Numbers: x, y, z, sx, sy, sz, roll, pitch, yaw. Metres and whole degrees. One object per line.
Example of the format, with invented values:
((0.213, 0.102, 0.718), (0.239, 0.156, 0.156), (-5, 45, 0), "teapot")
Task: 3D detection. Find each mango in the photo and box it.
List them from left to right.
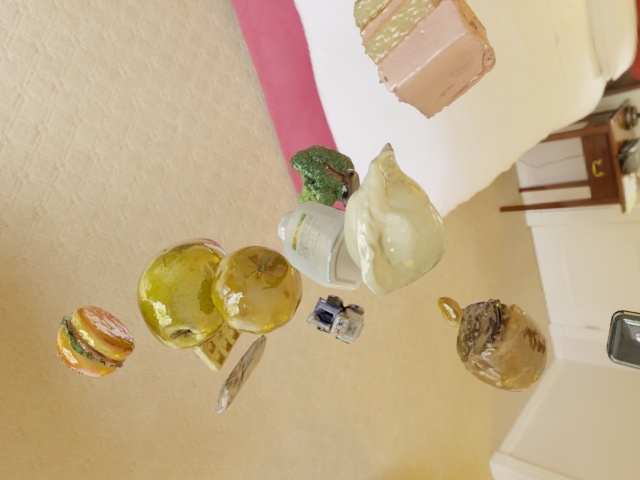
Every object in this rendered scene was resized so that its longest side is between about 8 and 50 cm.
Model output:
((0.428, 0.231, 1.446), (0.060, 0.080, 0.114), (-30, 81, -20), "mango")

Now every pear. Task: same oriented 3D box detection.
((-0.465, 0.177, 1.570), (0.362, 0.362, 0.418), (34, 32, -37), "pear")

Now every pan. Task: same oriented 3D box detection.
((0.071, -0.165, 1.240), (0.212, 0.040, 0.115), (39, 59, -60), "pan")

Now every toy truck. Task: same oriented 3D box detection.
((0.063, 0.319, 1.767), (0.161, 0.213, 0.177), (-68, 165, 3), "toy truck")

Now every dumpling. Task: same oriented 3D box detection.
((0.101, -0.041, 0.594), (0.252, 0.131, 0.179), (-36, 115, -57), "dumpling")

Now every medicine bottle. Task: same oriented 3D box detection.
((0.000, 0.000, 1.101), (0.124, 0.324, 0.179), (11, 96, -30), "medicine bottle")

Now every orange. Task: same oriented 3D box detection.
((-0.189, 0.142, 1.332), (0.279, 0.235, 0.279), (5, 60, -8), "orange")

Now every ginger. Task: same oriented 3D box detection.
((0.466, 0.271, 1.113), (0.223, 0.269, 0.200), (22, 78, -1), "ginger")

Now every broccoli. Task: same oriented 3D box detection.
((0.008, -0.220, 1.612), (0.269, 0.269, 0.254), (-16, 70, -41), "broccoli")

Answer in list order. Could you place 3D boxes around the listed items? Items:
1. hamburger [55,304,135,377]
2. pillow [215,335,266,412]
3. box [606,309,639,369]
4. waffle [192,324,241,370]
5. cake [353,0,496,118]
((-0.731, 0.331, 1.412), (0.170, 0.246, 0.246), (-49, 123, -6), "hamburger")
((-0.286, 0.479, 1.596), (0.067, 0.173, 0.270), (32, 48, 5), "pillow")
((0.853, 0.266, 1.132), (0.090, 0.201, 0.144), (8, 93, -55), "box")
((-0.390, 0.365, 1.760), (0.274, 0.057, 0.168), (-61, 144, -39), "waffle")
((0.295, -0.570, 1.249), (0.314, 0.293, 0.307), (0, 64, -49), "cake")
